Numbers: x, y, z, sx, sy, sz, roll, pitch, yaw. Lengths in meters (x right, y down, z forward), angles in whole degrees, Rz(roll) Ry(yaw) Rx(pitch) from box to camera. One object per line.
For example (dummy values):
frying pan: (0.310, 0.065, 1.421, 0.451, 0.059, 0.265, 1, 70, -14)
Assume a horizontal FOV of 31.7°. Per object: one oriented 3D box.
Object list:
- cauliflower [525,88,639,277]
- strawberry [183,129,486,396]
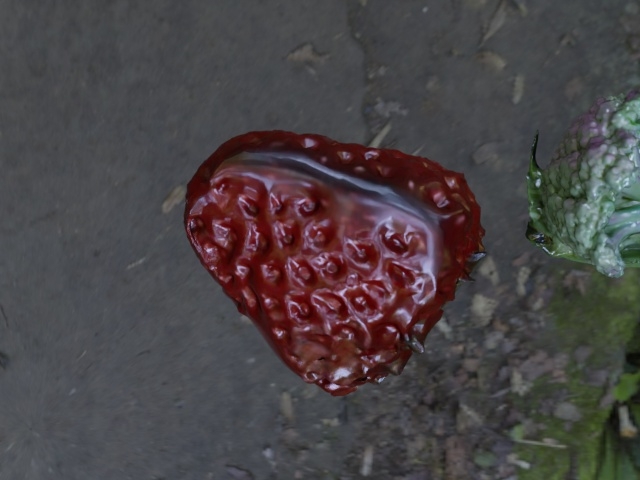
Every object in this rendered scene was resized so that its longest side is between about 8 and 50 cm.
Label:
cauliflower: (0.370, -0.035, 1.233, 0.315, 0.256, 0.239, 30, 76, 9)
strawberry: (0.000, 0.000, 1.376, 0.345, 0.317, 0.295, 33, 39, -6)
